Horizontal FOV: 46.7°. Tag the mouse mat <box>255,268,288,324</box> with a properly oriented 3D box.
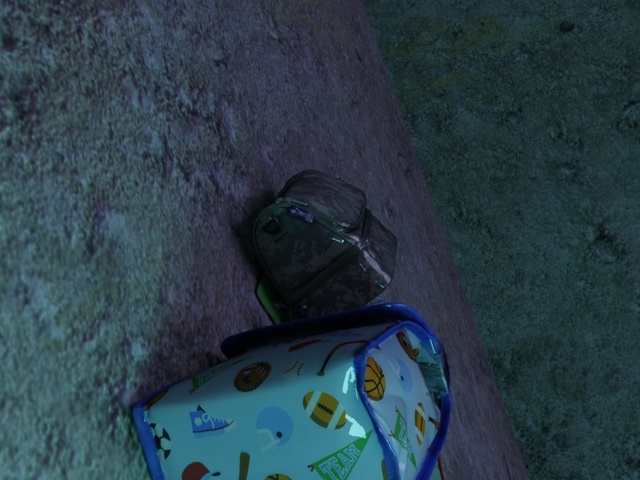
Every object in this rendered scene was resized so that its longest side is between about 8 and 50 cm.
[{"bbox_3d":[-0.067,0.130,1.434,0.190,0.007,0.153,60,21,-23],"label":"mouse mat"}]

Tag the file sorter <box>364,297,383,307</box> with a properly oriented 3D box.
[{"bbox_3d":[0.083,0.146,1.670,0.118,0.104,0.170,21,51,-66],"label":"file sorter"}]

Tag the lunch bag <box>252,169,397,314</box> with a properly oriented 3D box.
[{"bbox_3d":[0.000,0.000,1.451,0.256,0.212,0.305,47,19,-8],"label":"lunch bag"}]

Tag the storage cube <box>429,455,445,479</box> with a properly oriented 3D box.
[{"bbox_3d":[0.100,0.413,1.316,0.215,0.193,0.184,40,35,-53],"label":"storage cube"}]

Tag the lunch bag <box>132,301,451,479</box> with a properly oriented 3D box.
[{"bbox_3d":[-0.008,0.227,1.020,0.385,0.327,0.239,-9,84,-69],"label":"lunch bag"}]

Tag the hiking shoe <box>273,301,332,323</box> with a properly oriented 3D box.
[{"bbox_3d":[-0.037,0.211,1.309,0.086,0.114,0.227,-43,140,-64],"label":"hiking shoe"}]
